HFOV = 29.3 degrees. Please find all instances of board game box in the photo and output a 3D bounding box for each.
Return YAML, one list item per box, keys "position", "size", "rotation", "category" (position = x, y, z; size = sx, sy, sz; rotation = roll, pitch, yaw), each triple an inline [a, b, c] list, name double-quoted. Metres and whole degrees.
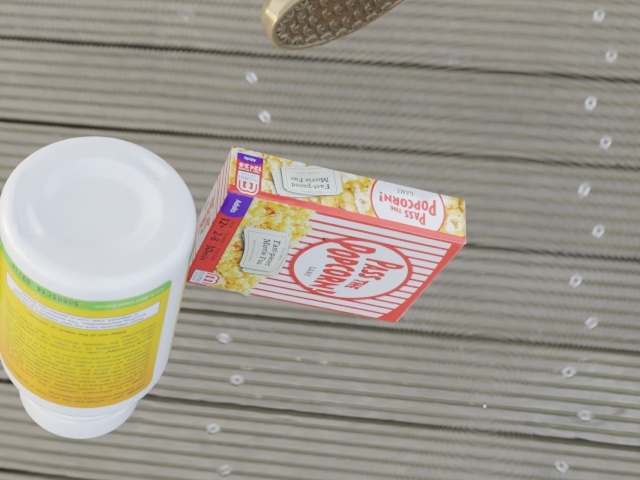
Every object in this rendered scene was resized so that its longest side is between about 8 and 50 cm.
- position: [0.000, 0.000, 0.991]
  size: [0.193, 0.147, 0.045]
  rotation: [11, 57, -15]
  category: "board game box"

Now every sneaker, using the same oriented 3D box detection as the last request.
- position: [0.029, -0.217, 0.915]
  size: [0.192, 0.064, 0.086]
  rotation: [-30, 59, -8]
  category: "sneaker"

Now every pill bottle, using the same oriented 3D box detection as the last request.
- position: [-0.176, 0.049, 0.933]
  size: [0.136, 0.246, 0.136]
  rotation: [7, 52, -10]
  category: "pill bottle"
